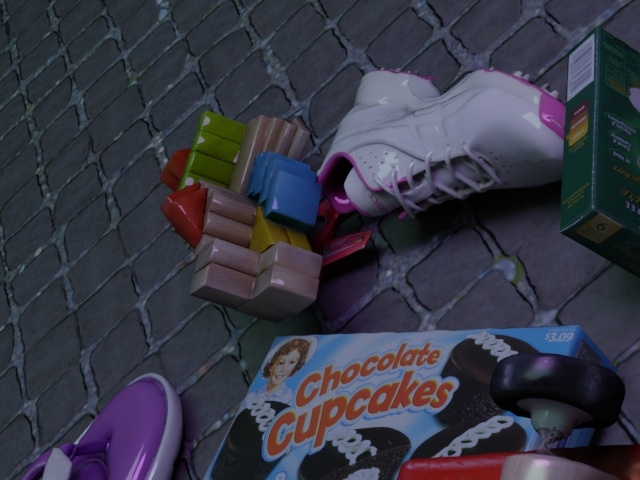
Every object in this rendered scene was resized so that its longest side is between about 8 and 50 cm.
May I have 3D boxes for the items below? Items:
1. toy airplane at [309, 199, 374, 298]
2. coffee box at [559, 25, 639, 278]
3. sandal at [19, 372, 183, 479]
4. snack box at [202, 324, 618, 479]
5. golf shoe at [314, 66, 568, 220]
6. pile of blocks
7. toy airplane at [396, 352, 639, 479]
[{"bbox_3d":[0.000,0.000,1.305,0.151,0.028,0.151,-31,36,26],"label":"toy airplane"},{"bbox_3d":[0.228,-0.059,1.031,0.040,0.113,0.184,-39,32,44],"label":"coffee box"},{"bbox_3d":[-0.267,0.285,1.248,0.169,0.102,0.416,18,70,54],"label":"sandal"},{"bbox_3d":[0.048,0.157,1.049,0.322,0.060,0.187,-7,47,47],"label":"snack box"},{"bbox_3d":[0.104,-0.065,1.177,0.140,0.115,0.306,-52,25,-15],"label":"golf shoe"},{"bbox_3d":[-0.084,-0.048,1.282,0.149,0.113,0.362,-66,20,13],"label":"pile of blocks"},{"bbox_3d":[0.267,0.174,0.649,0.386,0.272,0.384,-36,62,2],"label":"toy airplane"}]
